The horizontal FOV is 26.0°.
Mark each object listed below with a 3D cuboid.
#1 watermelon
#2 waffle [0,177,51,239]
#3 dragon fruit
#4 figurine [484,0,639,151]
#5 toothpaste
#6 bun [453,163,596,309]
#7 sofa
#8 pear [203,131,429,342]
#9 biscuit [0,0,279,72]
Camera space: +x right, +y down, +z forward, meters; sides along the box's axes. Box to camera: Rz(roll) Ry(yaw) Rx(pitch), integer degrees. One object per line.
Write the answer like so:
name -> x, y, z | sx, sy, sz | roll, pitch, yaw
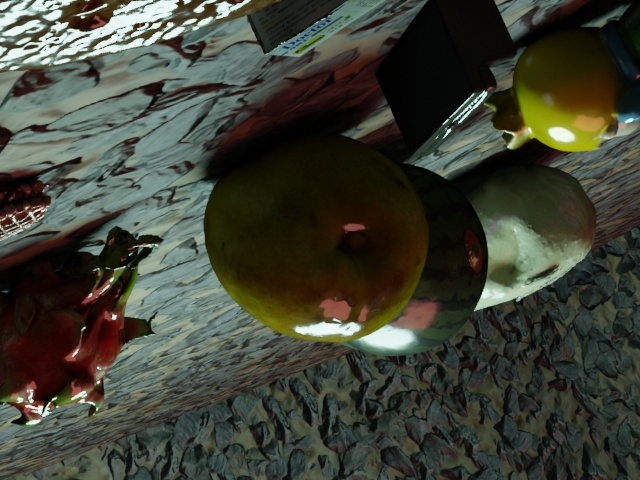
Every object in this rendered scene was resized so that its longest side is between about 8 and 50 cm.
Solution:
watermelon -> 0.075, 0.021, 1.449 | 0.212, 0.212, 0.212 | -23, 170, -4
waffle -> -0.238, -0.017, 1.022 | 0.075, 0.029, 0.083 | -15, 169, -41
dragon fruit -> -0.226, 0.074, 1.272 | 0.236, 0.135, 0.137 | -43, 162, 6
figurine -> 0.274, -0.155, 1.264 | 0.234, 0.127, 0.185 | -40, 169, 23
toothpaste -> 0.030, -0.165, 0.843 | 0.164, 0.034, 0.046 | -30, 169, 29
bun -> 0.231, -0.010, 1.806 | 0.273, 0.168, 0.273 | -25, -177, 1
sofa -> 0.102, -0.128, 1.067 | 0.060, 0.085, 0.147 | -17, 168, -20
pear -> 0.000, 0.000, 1.217 | 0.200, 0.200, 0.200 | -23, 170, -4
biscuit -> -0.086, -0.144, 0.612 | 0.273, 0.049, 0.257 | -17, 171, -28
